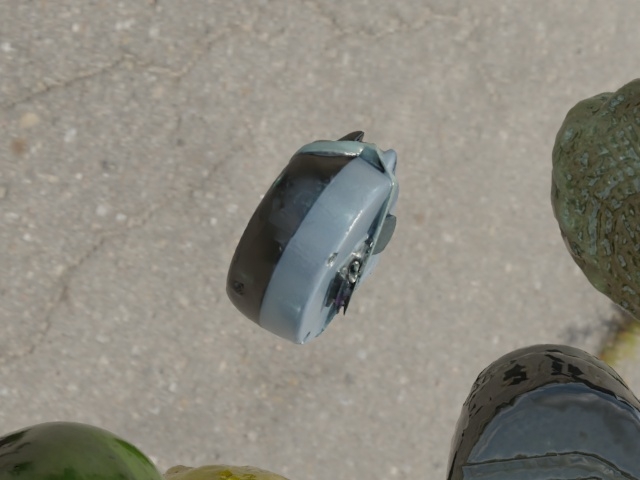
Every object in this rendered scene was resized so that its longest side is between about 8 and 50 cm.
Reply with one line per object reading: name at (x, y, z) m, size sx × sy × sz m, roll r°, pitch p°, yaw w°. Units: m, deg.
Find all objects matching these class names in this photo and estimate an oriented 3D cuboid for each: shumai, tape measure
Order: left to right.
tape measure at (-0.002, 0.003, 1.161) m, size 0.181 × 0.107 × 0.182 m, roll -53°, pitch 168°, yaw -35°
shumai at (0.454, -0.061, 1.591) m, size 0.263 × 0.304 × 0.309 m, roll -30°, pitch 113°, yaw -56°

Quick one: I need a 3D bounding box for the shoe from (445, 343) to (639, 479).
shoe at (0.129, 0.127, 0.601) m, size 0.149 × 0.109 × 0.293 m, roll -80°, pitch 151°, yaw -51°

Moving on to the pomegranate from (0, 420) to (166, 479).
pomegranate at (-0.141, 0.213, 0.737) m, size 0.187 × 0.187 × 0.225 m, roll -33°, pitch 79°, yaw -34°

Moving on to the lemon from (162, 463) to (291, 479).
lemon at (-0.076, 0.323, 1.061) m, size 0.254 × 0.253 × 0.310 m, roll -1°, pitch 59°, yaw -44°
